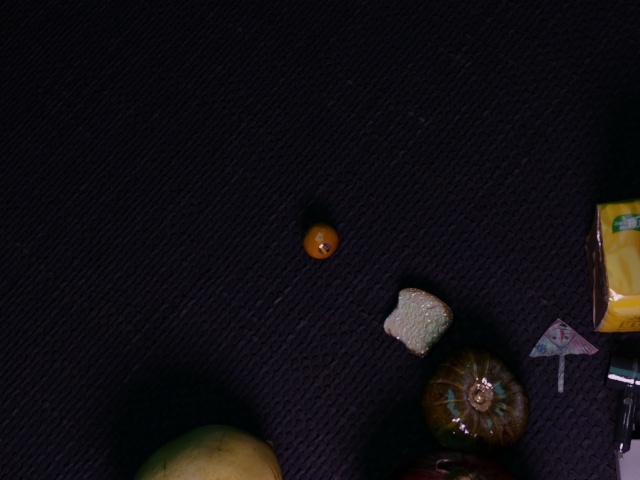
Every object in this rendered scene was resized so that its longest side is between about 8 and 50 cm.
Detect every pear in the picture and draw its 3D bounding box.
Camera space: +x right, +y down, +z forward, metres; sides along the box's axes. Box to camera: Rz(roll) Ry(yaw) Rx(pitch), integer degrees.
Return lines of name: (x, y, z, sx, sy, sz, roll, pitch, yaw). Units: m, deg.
pear: (-0.215, 0.504, 1.746, 0.309, 0.309, 0.309, -4, 69, 11)

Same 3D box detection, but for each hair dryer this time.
hair dryer: (0.593, 0.320, 1.732, 0.124, 0.071, 0.219, 13, 54, 17)

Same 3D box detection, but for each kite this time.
kite: (0.492, 0.231, 1.849, 0.137, 0.005, 0.152, -6, 70, 10)

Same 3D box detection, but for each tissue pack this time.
tissue pack: (0.708, 0.039, 1.723, 0.382, 0.293, 0.228, -7, 74, 10)

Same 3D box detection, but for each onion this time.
onion: (0.247, 0.525, 1.632, 0.341, 0.341, 0.341, -4, 69, 11)

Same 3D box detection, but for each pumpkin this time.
pumpkin: (0.296, 0.323, 1.784, 0.219, 0.162, 0.219, 5, 72, -14)

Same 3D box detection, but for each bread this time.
bread: (0.204, 0.169, 1.915, 0.129, 0.044, 0.126, 33, 87, 18)

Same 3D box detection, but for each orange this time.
orange: (0.000, 0.000, 1.999, 0.084, 0.083, 0.083, -4, 69, 11)

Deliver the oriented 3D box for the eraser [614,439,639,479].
eraser: (0.661, 0.433, 1.695, 0.210, 0.068, 0.124, -2, 57, 12)
